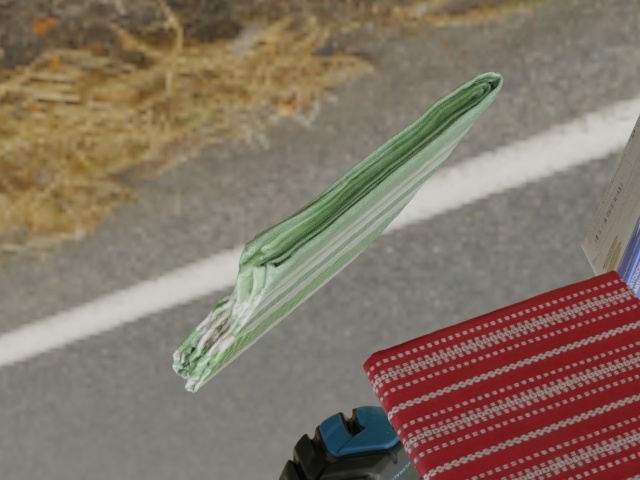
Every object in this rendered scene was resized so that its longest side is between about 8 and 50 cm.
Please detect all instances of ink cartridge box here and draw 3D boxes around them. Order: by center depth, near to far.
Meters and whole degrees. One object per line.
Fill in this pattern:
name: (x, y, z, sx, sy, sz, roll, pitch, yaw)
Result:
ink cartridge box: (0.312, -0.042, 1.457, 0.065, 0.186, 0.311, 22, -170, 3)

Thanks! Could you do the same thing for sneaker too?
sneaker: (-0.030, 0.267, 1.183, 0.341, 0.139, 0.125, -33, -152, -32)

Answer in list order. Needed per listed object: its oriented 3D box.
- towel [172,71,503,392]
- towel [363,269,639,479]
towel: (0.000, 0.000, 1.246, 0.248, 0.038, 0.325, -38, 173, -23)
towel: (0.164, 0.135, 0.987, 0.199, 0.275, 0.031, -18, 131, -11)
